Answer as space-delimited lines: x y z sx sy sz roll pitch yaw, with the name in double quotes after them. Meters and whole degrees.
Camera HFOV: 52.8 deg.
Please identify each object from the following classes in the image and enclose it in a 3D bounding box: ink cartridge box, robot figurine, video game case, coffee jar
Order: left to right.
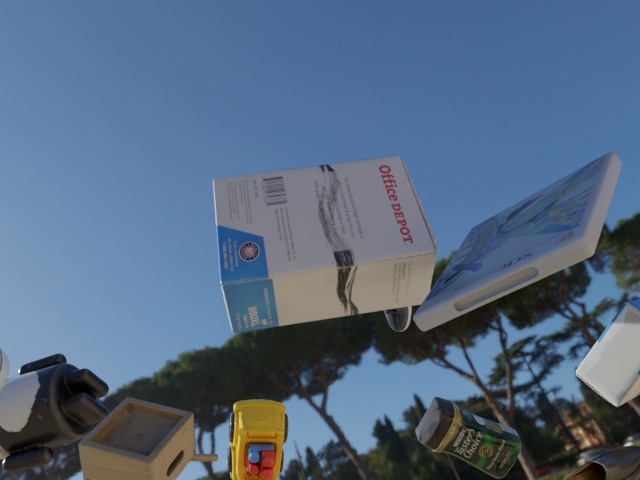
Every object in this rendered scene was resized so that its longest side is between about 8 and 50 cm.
-0.601 0.363 1.379 0.278 0.174 0.209 -17 10 7 "robot figurine"
0.000 0.000 1.277 0.394 0.286 0.166 -8 -43 -4 "ink cartridge box"
0.276 0.370 1.215 0.184 0.079 0.096 25 -78 -8 "coffee jar"
0.320 -0.003 1.034 0.300 0.036 0.329 -34 6 40 "video game case"
0.496 0.161 0.987 0.190 0.082 0.140 -1 -55 -43 "ink cartridge box"

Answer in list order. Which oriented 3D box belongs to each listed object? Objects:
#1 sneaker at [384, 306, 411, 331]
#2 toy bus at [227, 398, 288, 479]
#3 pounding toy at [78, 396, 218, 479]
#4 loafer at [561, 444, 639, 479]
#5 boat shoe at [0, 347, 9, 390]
0.162 0.148 1.679 0.086 0.226 0.163 -2 12 36 "sneaker"
-0.151 0.536 1.588 0.149 0.211 0.220 4 -76 -11 "toy bus"
-0.231 0.293 0.893 0.130 0.141 0.100 8 -67 17 "pounding toy"
0.446 0.371 1.015 0.170 0.062 0.061 -28 -42 -12 "loafer"
-0.621 0.256 1.123 0.095 0.258 0.084 -18 -58 -1 "boat shoe"
